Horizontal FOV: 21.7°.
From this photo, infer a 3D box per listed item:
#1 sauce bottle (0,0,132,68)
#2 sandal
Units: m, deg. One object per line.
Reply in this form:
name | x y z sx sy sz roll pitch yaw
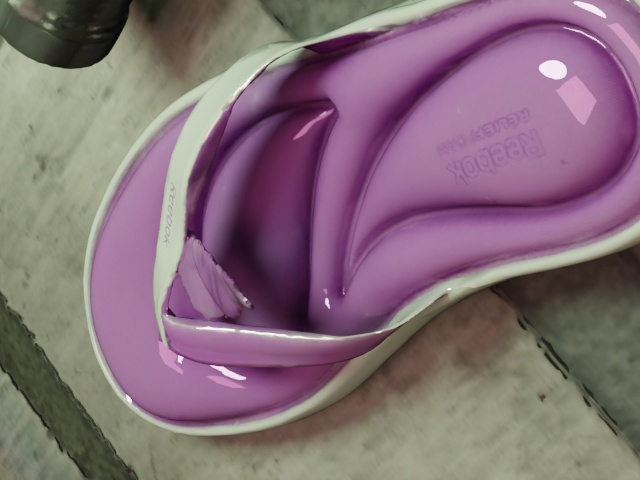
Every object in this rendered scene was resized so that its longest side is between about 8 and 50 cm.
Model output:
sauce bottle | -0.057 -0.212 0.714 0.111 0.111 0.344 52 131 15
sandal | -0.007 -0.014 0.749 0.416 0.102 0.169 -31 84 44
